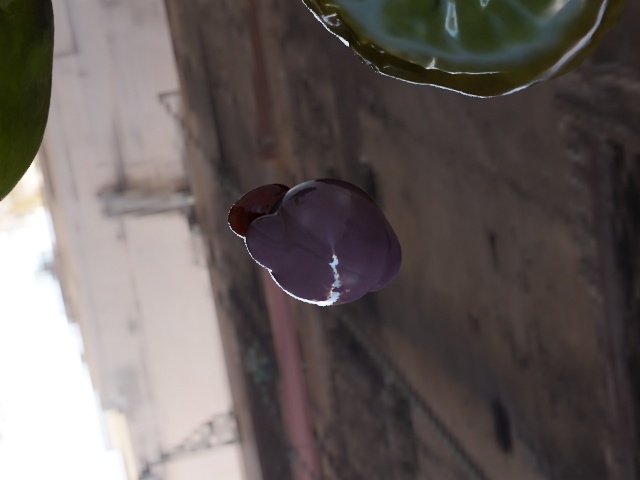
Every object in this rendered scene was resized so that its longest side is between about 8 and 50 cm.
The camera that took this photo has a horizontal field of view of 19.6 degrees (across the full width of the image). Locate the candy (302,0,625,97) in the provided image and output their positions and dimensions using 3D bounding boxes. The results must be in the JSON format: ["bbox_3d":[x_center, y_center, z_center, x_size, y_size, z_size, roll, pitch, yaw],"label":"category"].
[{"bbox_3d":[0.091,-0.213,1.237,0.260,0.260,0.118,0,-135,31],"label":"candy"}]

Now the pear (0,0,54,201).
[{"bbox_3d":[-0.343,-0.125,1.449,0.294,0.294,0.294,-9,-164,2],"label":"pear"}]

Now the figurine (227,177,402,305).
[{"bbox_3d":[0.000,0.000,0.965,0.083,0.067,0.071,1,-150,-34],"label":"figurine"}]
